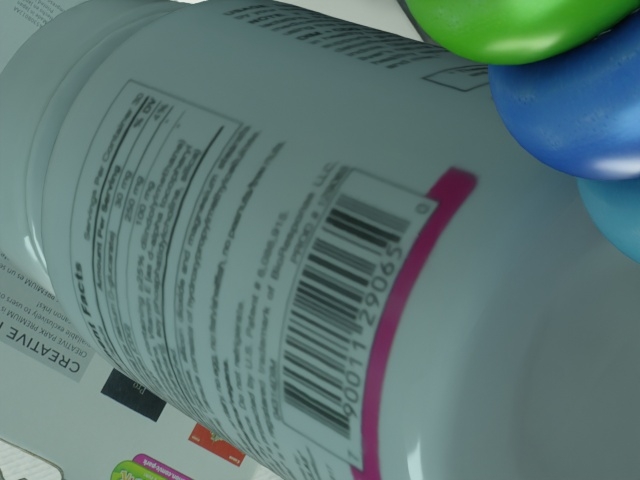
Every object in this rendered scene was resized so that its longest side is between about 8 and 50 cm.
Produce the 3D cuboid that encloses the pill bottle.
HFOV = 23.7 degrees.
[{"bbox_3d":[0.000,0.000,0.556,0.283,0.160,0.160,25,171,46],"label":"pill bottle"}]

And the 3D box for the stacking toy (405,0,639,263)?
[{"bbox_3d":[0.050,-0.086,0.337,0.330,0.141,0.141,35,166,-20],"label":"stacking toy"}]

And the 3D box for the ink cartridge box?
[{"bbox_3d":[-0.155,0.022,0.904,0.309,0.272,0.130,35,166,-34],"label":"ink cartridge box"}]

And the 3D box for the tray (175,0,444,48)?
[{"bbox_3d":[-0.006,-0.102,0.627,0.145,0.030,0.270,21,168,29],"label":"tray"}]
